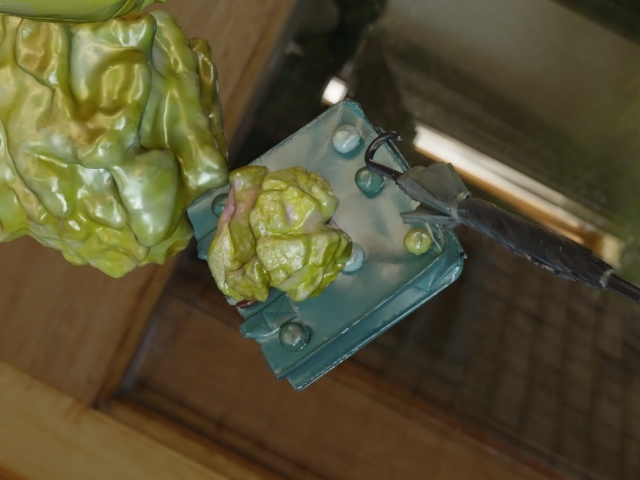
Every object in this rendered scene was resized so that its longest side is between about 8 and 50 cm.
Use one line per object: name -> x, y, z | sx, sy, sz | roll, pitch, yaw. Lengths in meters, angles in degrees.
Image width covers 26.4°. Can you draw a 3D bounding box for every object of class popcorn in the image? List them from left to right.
popcorn -> -0.235, -0.117, 1.384 | 0.312, 0.312, 0.312 | -63, 180, 0
popcorn -> -0.033, -0.006, 1.203 | 0.145, 0.126, 0.126 | -87, -174, -68

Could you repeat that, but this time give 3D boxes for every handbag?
handbag -> 0.001, -0.003, 1.602 | 0.274, 0.269, 0.100 | -32, 155, 2

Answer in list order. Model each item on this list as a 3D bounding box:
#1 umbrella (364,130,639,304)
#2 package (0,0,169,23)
umbrella -> 0.085, -0.006, 0.732 | 0.044, 0.044, 0.269 | -49, -148, -1
package -> -0.191, -0.186, 0.861 | 0.168, 0.226, 0.090 | -145, -117, -81
